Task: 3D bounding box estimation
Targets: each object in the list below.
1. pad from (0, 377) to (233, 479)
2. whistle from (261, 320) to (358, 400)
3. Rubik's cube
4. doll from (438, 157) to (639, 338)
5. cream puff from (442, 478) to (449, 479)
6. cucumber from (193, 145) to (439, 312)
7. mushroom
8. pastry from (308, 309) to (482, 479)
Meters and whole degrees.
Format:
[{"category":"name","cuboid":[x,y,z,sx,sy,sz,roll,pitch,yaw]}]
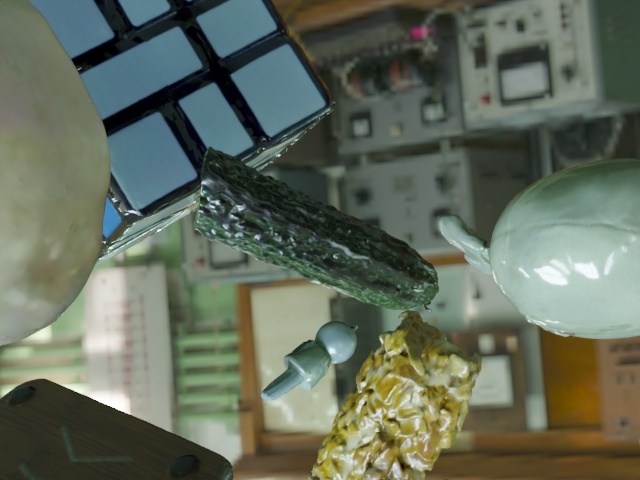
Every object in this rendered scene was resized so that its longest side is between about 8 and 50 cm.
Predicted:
[{"category":"pad","cuboid":[-0.245,0.220,1.103,0.286,0.018,0.284,14,-137,44]},{"category":"whistle","cuboid":[-0.007,0.097,1.168,0.100,0.035,0.035,-37,-169,-24]},{"category":"Rubik's cube","cuboid":[-0.201,-0.166,1.645,0.293,0.283,0.288,-34,180,-26]},{"category":"doll","cuboid":[0.197,0.004,0.841,0.275,0.113,0.155,-15,153,31]},{"category":"cream puff","cuboid":[0.098,0.269,0.938,0.196,0.244,0.244,-32,163,26]},{"category":"cucumber","cuboid":[0.000,0.001,1.237,0.265,0.077,0.077,24,164,-23]},{"category":"mushroom","cuboid":[-0.228,-0.014,0.753,0.236,0.173,0.162,-51,167,16]},{"category":"pastry","cuboid":[0.073,0.203,1.510,0.102,0.250,0.154,18,-163,-26]}]
